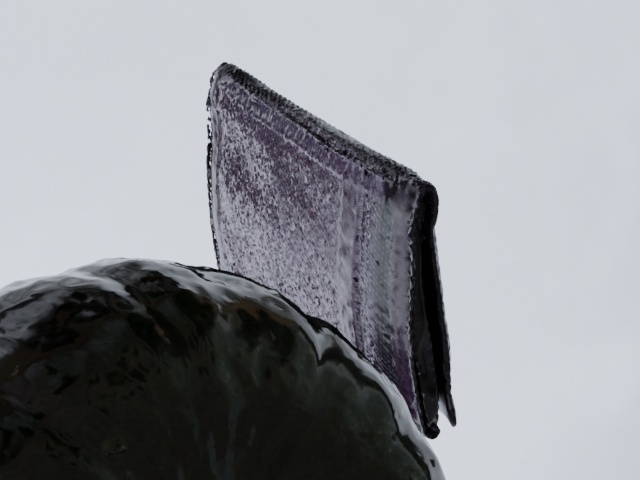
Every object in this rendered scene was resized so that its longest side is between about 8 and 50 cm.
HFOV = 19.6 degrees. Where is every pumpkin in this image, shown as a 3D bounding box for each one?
[{"bbox_3d":[-0.051,0.107,0.563,0.211,0.152,0.212,14,-120,-26],"label":"pumpkin"}]

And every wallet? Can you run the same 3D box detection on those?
[{"bbox_3d":[-0.001,0.000,0.751,0.030,0.166,0.111,-21,-60,-24],"label":"wallet"}]
